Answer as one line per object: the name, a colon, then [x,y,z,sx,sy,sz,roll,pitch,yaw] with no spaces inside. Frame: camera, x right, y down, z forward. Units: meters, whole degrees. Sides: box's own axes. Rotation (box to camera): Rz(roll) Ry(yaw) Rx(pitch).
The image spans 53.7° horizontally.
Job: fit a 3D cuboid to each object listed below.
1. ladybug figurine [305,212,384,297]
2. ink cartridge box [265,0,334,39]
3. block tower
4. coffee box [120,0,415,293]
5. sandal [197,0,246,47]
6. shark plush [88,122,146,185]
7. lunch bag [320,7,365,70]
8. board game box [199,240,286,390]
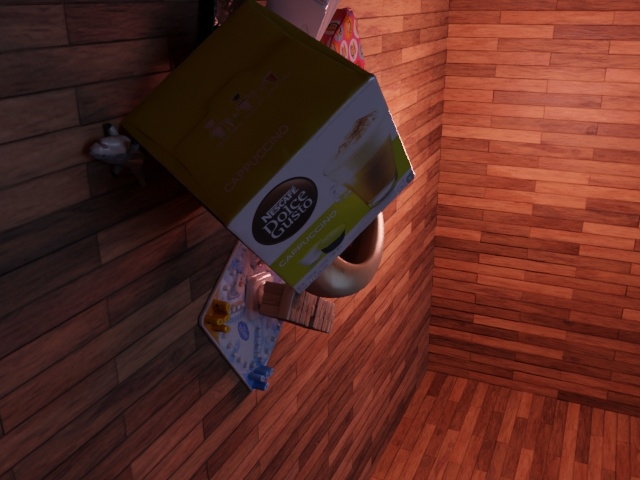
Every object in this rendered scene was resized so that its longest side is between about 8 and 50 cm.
ladybug figurine: [0.022,-0.034,1.659,0.305,0.162,0.449,37,46,-21]
ink cartridge box: [-0.012,-0.539,1.313,0.211,0.121,0.289,122,-8,-63]
block tower: [-0.057,0.185,1.716,0.335,0.097,0.091,38,63,-67]
coffee box: [-0.085,-0.168,1.183,0.337,0.338,0.334,-46,150,-5]
sandal: [-0.180,-0.372,1.327,0.167,0.107,0.446,-29,123,-63]
shark plush: [-0.353,-0.143,1.116,0.067,0.073,0.161,-54,172,-12]
lunch bag: [0.053,-0.505,1.800,0.293,0.120,0.258,72,34,-45]
board game box: [-0.149,0.149,1.667,0.390,0.050,0.390,68,37,-50]
